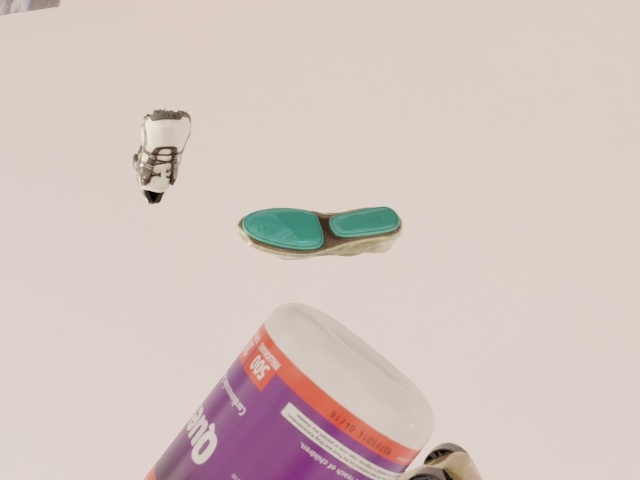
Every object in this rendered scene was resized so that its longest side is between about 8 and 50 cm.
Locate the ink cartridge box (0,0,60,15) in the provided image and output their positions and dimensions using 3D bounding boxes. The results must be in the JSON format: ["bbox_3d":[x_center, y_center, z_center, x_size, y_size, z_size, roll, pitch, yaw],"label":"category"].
[{"bbox_3d":[-0.204,-0.252,0.572,0.045,0.206,0.208,15,-71,0],"label":"ink cartridge box"}]

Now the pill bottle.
[{"bbox_3d":[-0.056,0.227,0.795,0.181,0.181,0.323,39,-87,16],"label":"pill bottle"}]

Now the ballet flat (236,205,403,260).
[{"bbox_3d":[0.000,0.000,0.859,0.052,0.168,0.057,108,-25,-50],"label":"ballet flat"}]

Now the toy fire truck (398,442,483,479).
[{"bbox_3d":[0.113,0.389,0.990,0.217,0.158,0.246,-29,-95,21],"label":"toy fire truck"}]

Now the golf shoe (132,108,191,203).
[{"bbox_3d":[-0.235,-0.124,1.329,0.198,0.077,0.094,125,-40,-60],"label":"golf shoe"}]
